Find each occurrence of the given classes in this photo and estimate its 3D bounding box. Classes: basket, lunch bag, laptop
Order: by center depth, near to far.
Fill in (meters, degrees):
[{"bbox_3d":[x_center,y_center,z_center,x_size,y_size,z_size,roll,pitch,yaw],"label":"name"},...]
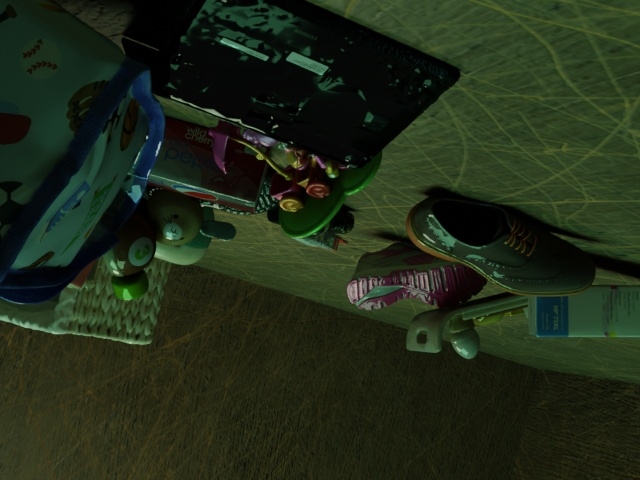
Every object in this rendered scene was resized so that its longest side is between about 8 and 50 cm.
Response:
[{"bbox_3d":[-0.319,-0.113,0.903,0.327,0.239,0.385,35,177,-3],"label":"lunch bag"},{"bbox_3d":[-0.041,-0.170,0.957,0.234,0.137,0.264,18,146,-24],"label":"laptop"},{"bbox_3d":[-0.519,0.038,2.193,0.331,0.329,0.266,8,171,40],"label":"basket"}]

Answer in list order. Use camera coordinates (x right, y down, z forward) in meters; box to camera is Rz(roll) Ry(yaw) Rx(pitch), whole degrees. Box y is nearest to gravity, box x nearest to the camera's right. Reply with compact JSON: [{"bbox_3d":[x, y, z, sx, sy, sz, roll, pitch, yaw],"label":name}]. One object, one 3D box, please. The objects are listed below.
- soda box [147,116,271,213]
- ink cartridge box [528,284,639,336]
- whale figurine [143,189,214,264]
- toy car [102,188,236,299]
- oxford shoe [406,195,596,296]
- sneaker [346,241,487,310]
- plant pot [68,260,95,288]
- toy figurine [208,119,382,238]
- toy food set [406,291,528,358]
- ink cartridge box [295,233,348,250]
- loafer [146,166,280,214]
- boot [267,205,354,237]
[{"bbox_3d":[-0.202,-0.115,1.390,0.263,0.084,0.092,16,171,-2],"label":"soda box"},{"bbox_3d":[0.434,0.106,1.543,0.230,0.078,0.134,0,177,7],"label":"ink cartridge box"},{"bbox_3d":[-0.286,-0.068,1.838,0.216,0.141,0.272,20,-165,-32],"label":"whale figurine"},{"bbox_3d":[-0.221,-0.023,1.482,0.188,0.155,0.149,-11,-147,-1],"label":"toy car"},{"bbox_3d":[0.252,0.009,1.378,0.271,0.097,0.098,16,166,-6],"label":"oxford shoe"},{"bbox_3d":[0.172,0.050,1.836,0.252,0.111,0.103,-1,131,3],"label":"sneaker"},{"bbox_3d":[-0.428,-0.067,1.576,0.274,0.243,0.275,15,173,2],"label":"plant pot"},{"bbox_3d":[-0.045,-0.101,1.169,0.159,0.130,0.173,31,143,-33],"label":"toy figurine"},{"bbox_3d":[0.321,0.147,1.853,0.306,0.093,0.220,-12,177,-10],"label":"toy food set"},{"bbox_3d":[0.000,0.000,2.013,0.062,0.029,0.115,10,170,33],"label":"ink cartridge box"},{"bbox_3d":[-0.152,-0.093,1.539,0.219,0.078,0.080,2,137,15],"label":"loafer"},{"bbox_3d":[0.014,-0.037,1.620,0.137,0.077,0.198,14,-173,-25],"label":"boot"}]
